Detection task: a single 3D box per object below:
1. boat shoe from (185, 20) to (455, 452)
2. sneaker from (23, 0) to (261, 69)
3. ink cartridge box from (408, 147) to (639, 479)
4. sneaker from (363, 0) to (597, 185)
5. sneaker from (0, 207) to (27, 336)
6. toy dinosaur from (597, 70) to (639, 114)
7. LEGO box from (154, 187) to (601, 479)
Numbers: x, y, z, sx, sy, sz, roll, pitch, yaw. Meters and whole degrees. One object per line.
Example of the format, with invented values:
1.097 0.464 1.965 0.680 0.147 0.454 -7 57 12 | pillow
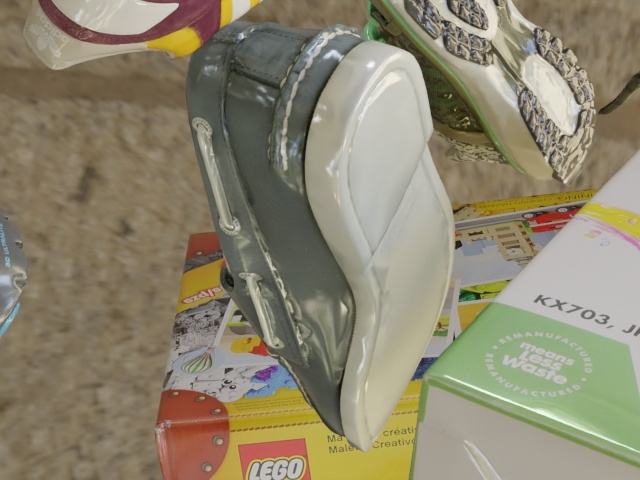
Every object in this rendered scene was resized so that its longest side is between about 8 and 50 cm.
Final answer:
0.000 0.000 0.945 0.099 0.319 0.116 21 63 18 | boat shoe
-0.039 -0.113 0.685 0.069 0.185 0.084 51 125 10 | sneaker
0.213 0.056 0.911 0.207 0.353 0.119 20 126 24 | ink cartridge box
0.092 -0.189 1.781 0.182 0.410 0.158 -11 44 39 | sneaker
-0.307 -0.061 1.300 0.125 0.140 0.341 -49 42 13 | sneaker
0.323 -0.140 1.544 0.118 0.268 0.064 -11 90 -9 | toy dinosaur
0.131 0.124 1.606 0.500 0.372 0.193 -7 114 3 | LEGO box
